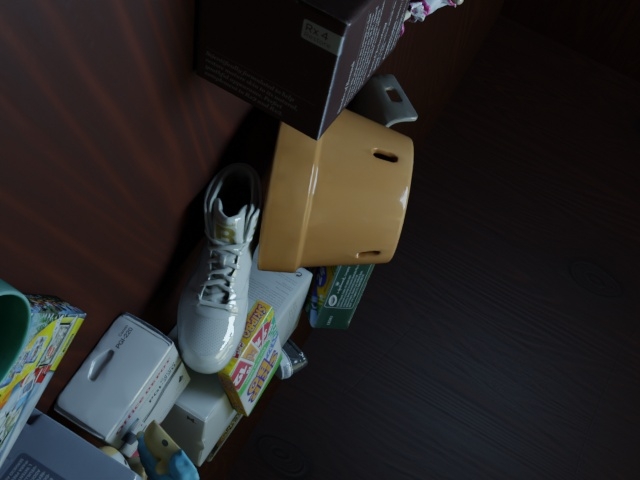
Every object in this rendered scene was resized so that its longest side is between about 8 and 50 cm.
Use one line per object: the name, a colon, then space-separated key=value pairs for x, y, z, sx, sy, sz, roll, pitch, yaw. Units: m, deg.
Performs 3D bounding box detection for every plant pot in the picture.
plant pot: x=0.025 y=-0.078 z=1.177 sx=0.291 sy=0.203 sz=0.291 roll=-169 pitch=-90 yaw=-88

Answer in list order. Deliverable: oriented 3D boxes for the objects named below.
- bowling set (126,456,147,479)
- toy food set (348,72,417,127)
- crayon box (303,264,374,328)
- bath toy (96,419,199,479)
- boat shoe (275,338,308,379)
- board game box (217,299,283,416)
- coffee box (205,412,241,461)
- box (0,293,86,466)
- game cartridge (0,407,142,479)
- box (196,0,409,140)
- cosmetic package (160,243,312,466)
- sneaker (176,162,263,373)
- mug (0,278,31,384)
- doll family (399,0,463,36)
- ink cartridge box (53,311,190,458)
bowling set: x=-0.364 y=0.418 z=1.082 sx=0.199 sy=0.154 sz=0.287 roll=-2 pitch=147 yaw=-48
toy food set: x=0.104 y=-0.180 z=1.606 sx=0.220 sy=0.092 sz=0.306 roll=-106 pitch=-147 yaw=-53
crayon box: x=0.000 y=0.000 z=1.544 sx=0.323 sy=0.083 sz=0.203 roll=-118 pitch=-139 yaw=-50
bath toy: x=-0.318 y=0.367 z=0.919 sx=0.348 sy=0.129 sz=0.151 roll=-35 pitch=128 yaw=-25
boat shoe: x=-0.100 y=0.199 z=1.586 sx=0.076 sy=0.228 sz=0.080 roll=-18 pitch=127 yaw=-24
board game box: x=-0.111 y=0.201 z=1.227 sx=0.124 sy=0.039 sz=0.259 roll=-58 pitch=167 yaw=-23
coffee box: x=-0.223 y=0.319 z=1.593 sx=0.168 sy=0.118 sz=0.297 roll=-52 pitch=168 yaw=-38
box: x=-0.330 y=0.162 z=0.730 sx=0.233 sy=0.044 sz=0.159 roll=-61 pitch=174 yaw=-4
game cartridge: x=-0.339 y=0.352 z=0.824 sx=0.294 sy=0.196 sz=0.060 roll=-56 pitch=162 yaw=-26
box: x=-0.010 y=-0.259 z=0.823 sx=0.203 sy=0.168 sz=0.167 roll=-54 pitch=169 yaw=-33
cosmetic package: x=-0.174 y=0.198 z=1.379 sx=0.365 sy=0.155 sz=0.197 roll=-52 pitch=167 yaw=-40
sneaker: x=-0.147 y=0.029 z=1.079 sx=0.169 sy=0.108 sz=0.293 roll=96 pitch=3 yaw=-61
mug: x=-0.292 y=0.069 z=0.521 sx=0.129 sy=0.097 sz=0.158 roll=-62 pitch=170 yaw=12
doll family: x=0.072 y=-0.345 z=1.015 sx=0.163 sy=0.263 sz=0.118 roll=-39 pitch=117 yaw=-30
ink cartridge box: x=-0.276 y=0.216 z=1.085 sx=0.159 sy=0.092 sz=0.218 roll=-57 pitch=168 yaw=-21
